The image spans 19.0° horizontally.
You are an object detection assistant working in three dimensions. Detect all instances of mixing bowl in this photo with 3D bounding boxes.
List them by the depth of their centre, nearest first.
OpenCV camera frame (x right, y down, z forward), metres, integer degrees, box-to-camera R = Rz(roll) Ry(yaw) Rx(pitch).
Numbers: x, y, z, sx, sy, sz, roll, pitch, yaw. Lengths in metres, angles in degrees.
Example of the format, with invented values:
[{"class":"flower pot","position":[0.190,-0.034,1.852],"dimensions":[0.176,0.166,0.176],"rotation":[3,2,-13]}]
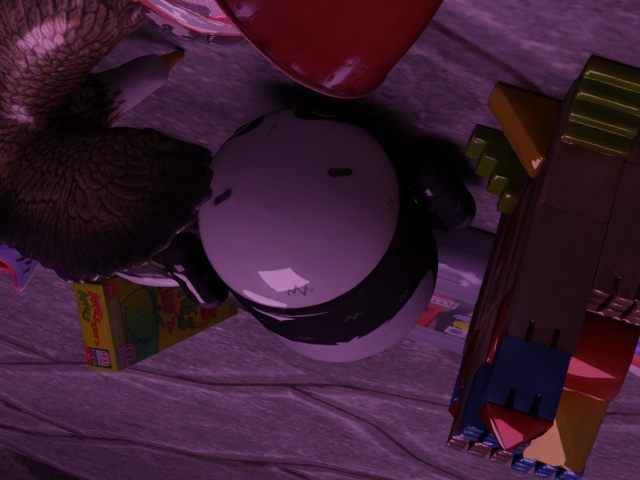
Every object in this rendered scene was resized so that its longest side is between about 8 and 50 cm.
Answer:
[{"class":"mixing bowl","position":[0.014,-0.178,1.015],"dimensions":[0.098,0.181,0.181],"rotation":[-31,137,31]}]

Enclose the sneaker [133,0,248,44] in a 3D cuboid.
[{"class":"sneaker","position":[-0.097,-0.206,1.079],"dimensions":[0.314,0.116,0.136],"rotation":[22,162,-16]}]

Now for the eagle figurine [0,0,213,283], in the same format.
[{"class":"eagle figurine","position":[-0.194,-0.096,1.448],"dimensions":[0.226,0.225,0.298],"rotation":[30,173,-10]}]

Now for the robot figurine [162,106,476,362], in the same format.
[{"class":"robot figurine","position":[0.001,-0.003,1.580],"dimensions":[0.173,0.209,0.278],"rotation":[34,173,24]}]

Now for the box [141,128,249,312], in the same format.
[{"class":"box","position":[-0.096,-0.009,1.754],"dimensions":[0.207,0.114,0.036],"rotation":[24,163,-26]}]

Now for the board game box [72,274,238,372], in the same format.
[{"class":"board game box","position":[-0.163,0.058,1.922],"dimensions":[0.043,0.092,0.181],"rotation":[4,-161,40]}]

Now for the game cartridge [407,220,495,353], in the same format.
[{"class":"game cartridge","position":[0.158,0.060,1.847],"dimensions":[0.196,0.060,0.294],"rotation":[14,165,-4]}]

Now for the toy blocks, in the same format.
[{"class":"toy blocks","position":[0.174,0.057,1.427],"dimensions":[0.191,0.261,0.381],"rotation":[17,165,0]}]

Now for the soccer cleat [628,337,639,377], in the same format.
[{"class":"soccer cleat","position":[0.388,0.089,1.614],"dimensions":[0.318,0.108,0.116],"rotation":[12,160,25]}]

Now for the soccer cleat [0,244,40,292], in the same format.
[{"class":"soccer cleat","position":[-0.422,-0.014,2.114],"dimensions":[0.248,0.095,0.083],"rotation":[14,164,10]}]

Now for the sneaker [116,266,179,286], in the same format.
[{"class":"sneaker","position":[-0.216,-0.037,1.796],"dimensions":[0.296,0.104,0.147],"rotation":[17,170,16]}]
